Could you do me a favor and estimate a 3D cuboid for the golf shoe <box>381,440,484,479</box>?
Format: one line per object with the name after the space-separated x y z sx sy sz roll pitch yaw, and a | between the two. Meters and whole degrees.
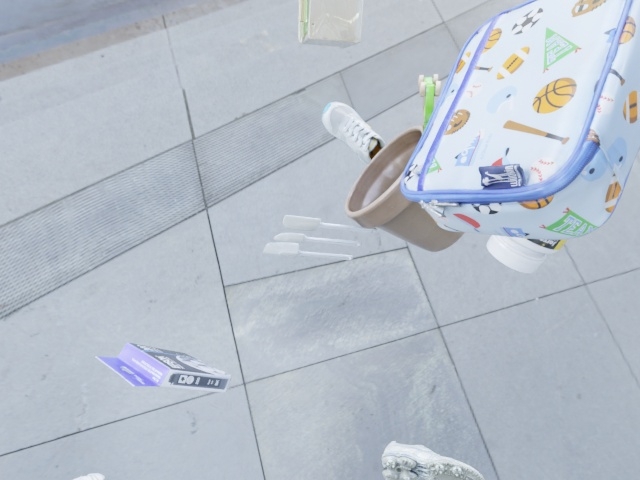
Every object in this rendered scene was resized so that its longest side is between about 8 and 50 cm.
0.199 0.397 0.719 0.176 0.086 0.069 8 101 14 | golf shoe

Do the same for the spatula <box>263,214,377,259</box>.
0.000 0.000 0.957 0.242 0.168 0.019 5 52 -26 | spatula

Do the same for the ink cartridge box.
-0.332 0.267 0.852 0.208 0.206 0.045 27 74 -45 | ink cartridge box

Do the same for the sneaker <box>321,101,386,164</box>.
0.100 -0.273 1.036 0.228 0.092 0.087 33 94 -34 | sneaker

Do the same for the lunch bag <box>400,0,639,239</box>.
0.226 -0.144 0.467 0.115 0.243 0.303 34 79 -31 | lunch bag

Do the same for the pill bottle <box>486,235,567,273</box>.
0.390 -0.052 0.702 0.119 0.209 0.119 15 31 -9 | pill bottle

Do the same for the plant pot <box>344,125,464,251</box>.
0.222 -0.094 0.940 0.229 0.263 0.263 38 62 -18 | plant pot

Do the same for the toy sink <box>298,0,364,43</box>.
0.016 -0.555 0.967 0.131 0.153 0.234 0 23 -8 | toy sink

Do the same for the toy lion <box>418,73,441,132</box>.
0.186 -0.232 0.695 0.034 0.096 0.100 1 31 11 | toy lion

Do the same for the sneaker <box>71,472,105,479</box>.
-0.279 0.409 0.534 0.232 0.090 0.115 46 23 21 | sneaker
